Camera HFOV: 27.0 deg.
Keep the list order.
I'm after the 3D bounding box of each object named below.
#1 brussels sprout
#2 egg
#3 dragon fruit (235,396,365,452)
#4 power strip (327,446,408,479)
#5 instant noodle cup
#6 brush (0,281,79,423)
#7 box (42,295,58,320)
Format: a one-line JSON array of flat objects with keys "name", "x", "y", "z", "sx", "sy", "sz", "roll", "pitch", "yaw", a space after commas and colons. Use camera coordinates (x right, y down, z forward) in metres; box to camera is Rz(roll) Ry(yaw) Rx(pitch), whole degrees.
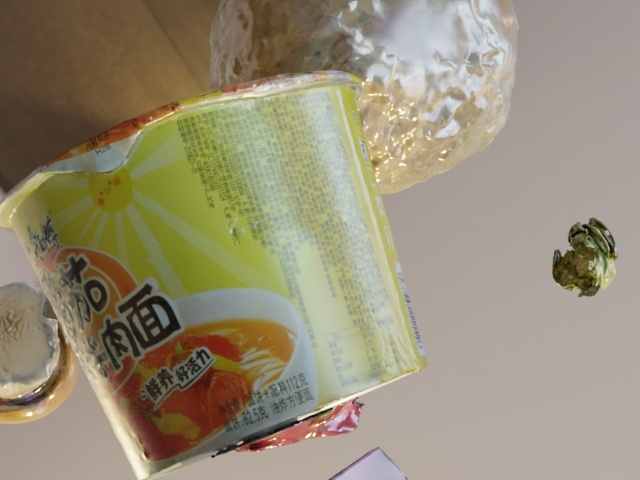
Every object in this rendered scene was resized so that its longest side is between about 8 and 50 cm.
[{"name": "brussels sprout", "x": 0.292, "y": 0.017, "z": 1.445, "sx": 0.058, "sy": 0.085, "sz": 0.085, "roll": -14, "pitch": -151, "yaw": -29}, {"name": "egg", "x": 0.037, "y": -0.163, "z": 1.140, "sx": 0.279, "sy": 0.279, "sz": 0.310, "roll": 11, "pitch": -153, "yaw": 42}, {"name": "dragon fruit", "x": -0.088, "y": 0.165, "z": 1.816, "sx": 0.386, "sy": 0.371, "sz": 0.249, "roll": 3, "pitch": -98, "yaw": 38}, {"name": "power strip", "x": -0.024, "y": 0.196, "z": 0.813, "sx": 0.037, "sy": 0.279, "sz": 0.109, "roll": 47, "pitch": -74, "yaw": 11}, {"name": "instant noodle cup", "x": -0.058, "y": 0.031, "z": 0.882, "sx": 0.264, "sy": 0.200, "sz": 0.264, "roll": -22, "pitch": 174, "yaw": -2}, {"name": "brush", "x": -0.480, "y": 0.165, "z": 1.870, "sx": 0.267, "sy": 0.166, "sz": 0.174, "roll": -8, "pitch": -111, "yaw": 3}, {"name": "box", "x": -0.196, "y": 0.037, "z": 1.483, "sx": 0.086, "sy": 0.225, "sz": 0.129, "roll": 8, "pitch": -93, "yaw": 29}]
